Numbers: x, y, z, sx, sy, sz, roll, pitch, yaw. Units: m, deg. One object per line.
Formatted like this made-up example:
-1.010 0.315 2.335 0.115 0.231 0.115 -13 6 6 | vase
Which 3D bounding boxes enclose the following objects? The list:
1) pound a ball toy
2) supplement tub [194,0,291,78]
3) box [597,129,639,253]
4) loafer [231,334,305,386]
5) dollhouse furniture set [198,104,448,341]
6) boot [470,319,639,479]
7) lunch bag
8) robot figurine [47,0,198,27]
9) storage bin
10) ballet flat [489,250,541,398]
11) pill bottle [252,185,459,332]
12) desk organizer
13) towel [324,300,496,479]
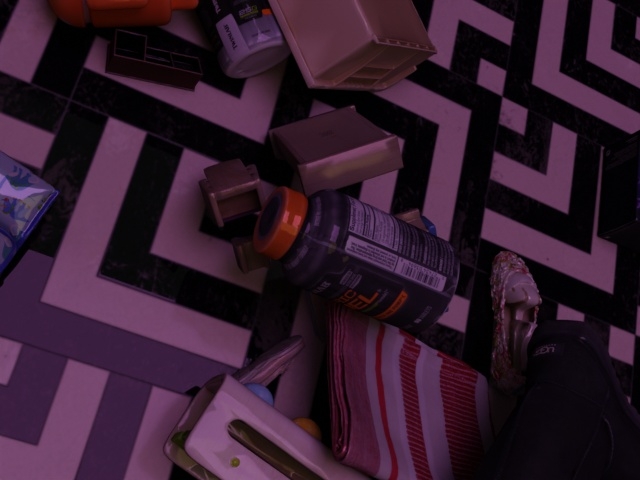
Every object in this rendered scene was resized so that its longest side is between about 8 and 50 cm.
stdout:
-0.011 0.288 1.047 0.319 0.208 0.136 37 65 -9 | pound a ball toy
-0.124 -0.345 1.259 0.117 0.117 0.190 -21 84 -30 | supplement tub
0.635 -0.058 1.542 0.261 0.103 0.184 20 68 -19 | box
-0.070 0.174 1.160 0.125 0.045 0.039 -32 106 -24 | loafer
0.000 0.000 1.236 0.286 0.198 0.303 -18 113 -8 | dollhouse furniture set
0.321 0.374 1.119 0.367 0.146 0.445 56 39 -16 | boot
-0.411 -0.033 1.035 0.128 0.096 0.151 37 76 -13 | lunch bag
-0.278 -0.354 1.171 0.219 0.128 0.158 -5 71 -11 | robot figurine
0.036 -0.370 1.291 0.260 0.123 0.262 -15 78 -61 | storage bin
0.311 0.124 1.336 0.091 0.077 0.241 11 68 -21 | ballet flat
0.041 0.017 1.074 0.245 0.130 0.131 23 65 -21 | pill bottle
-0.232 -0.254 1.214 0.130 0.050 0.047 8 70 -23 | desk organizer
0.135 0.230 1.143 0.329 0.037 0.237 31 40 -33 | towel
